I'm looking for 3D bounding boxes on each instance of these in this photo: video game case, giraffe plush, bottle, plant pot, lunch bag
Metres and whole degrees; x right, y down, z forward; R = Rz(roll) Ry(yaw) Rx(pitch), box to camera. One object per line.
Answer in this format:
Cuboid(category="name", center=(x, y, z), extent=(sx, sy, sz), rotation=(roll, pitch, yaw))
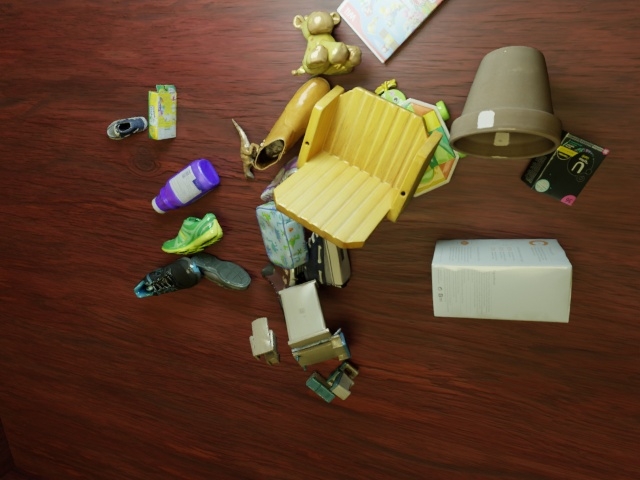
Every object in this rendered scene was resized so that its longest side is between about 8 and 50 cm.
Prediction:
Cuboid(category="video game case", center=(0.211, -0.672, 1.127), extent=(0.204, 0.025, 0.285), rotation=(48, 117, -2))
Cuboid(category="giraffe plush", center=(0.006, -0.574, 1.180), extent=(0.210, 0.181, 0.171), rotation=(5, 103, 54))
Cuboid(category="bottle", center=(-0.506, -0.189, 1.518), extent=(0.282, 0.092, 0.118), rotation=(-27, 98, 26))
Cuboid(category="plant pot", center=(0.474, -0.347, 1.045), extent=(0.262, 0.263, 0.230), rotation=(7, 87, 17))
Cuboid(category="lunch bag", center=(-0.129, -0.023, 1.378), extent=(0.176, 0.090, 0.219), rotation=(10, 119, 49))

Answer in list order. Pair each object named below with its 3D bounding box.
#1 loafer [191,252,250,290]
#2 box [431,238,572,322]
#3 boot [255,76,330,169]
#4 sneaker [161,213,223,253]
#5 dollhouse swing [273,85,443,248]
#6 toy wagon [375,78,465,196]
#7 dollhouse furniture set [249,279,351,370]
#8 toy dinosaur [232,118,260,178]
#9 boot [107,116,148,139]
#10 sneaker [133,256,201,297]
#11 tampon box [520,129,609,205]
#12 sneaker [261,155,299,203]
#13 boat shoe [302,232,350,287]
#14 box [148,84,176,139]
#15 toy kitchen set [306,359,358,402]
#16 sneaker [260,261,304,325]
Cuboid(category="loafer", center=(-0.385, 0.132, 1.604), extent=(0.267, 0.096, 0.084), rotation=(25, 134, 18))
Cuboid(category="box", center=(0.511, 0.106, 1.196), extent=(0.344, 0.215, 0.169), rotation=(-1, 109, 20))
Cuboid(category="boot", center=(-0.082, -0.343, 1.238), extent=(0.104, 0.211, 0.295), rotation=(37, 121, -14))
Cuboid(category="sneaker", center=(-0.492, -0.022, 1.583), extent=(0.295, 0.109, 0.124), rotation=(-19, 76, 28))
Cuboid(category="dollhouse swing", center=(0.081, -0.209, 1.118), extent=(0.346, 0.305, 0.315), rotation=(31, 125, 15))
Cuboid(category="toy wagon", center=(0.255, -0.306, 1.219), extent=(0.267, 0.068, 0.345), rotation=(-24, 100, 25))
Cuboid(category="dollhouse furniture set", center=(-0.067, 0.328, 1.464), extent=(0.286, 0.198, 0.303), rotation=(-18, 143, 4))
Cuboid(category="toy dinosaur", center=(-0.249, -0.310, 1.400), extent=(0.112, 0.064, 0.212), rotation=(0, 108, 21))
Cuboid(category="boot", center=(-0.741, -0.417, 1.522), extent=(0.189, 0.086, 0.069), rotation=(-11, 105, 23))
Cuboid(category="sneaker", center=(-0.600, 0.164, 1.619), extent=(0.340, 0.139, 0.125), rotation=(-20, 103, 38))
Cuboid(category="tampon box", center=(0.642, -0.198, 1.092), extent=(0.120, 0.101, 0.161), rotation=(22, 115, -1))
Cuboid(category="sneaker", center=(-0.116, -0.202, 1.383), extent=(0.095, 0.105, 0.236), rotation=(19, 146, -32))
Cuboid(category="boat shoe", center=(0.000, 0.000, 1.389), extent=(0.158, 0.127, 0.341), rotation=(2, 109, 26))
Cuboid(category="box", center=(-0.550, -0.449, 1.433), extent=(0.043, 0.105, 0.179), rotation=(17, 113, 12))
Cuboid(category="toy kitchen set", center=(0.028, 0.550, 1.553), extent=(0.122, 0.166, 0.207), rotation=(38, 116, 3))
Cuboid(category="sneaker", center=(-0.145, 0.179, 1.530), extent=(0.162, 0.106, 0.282), rotation=(9, 103, 24))
